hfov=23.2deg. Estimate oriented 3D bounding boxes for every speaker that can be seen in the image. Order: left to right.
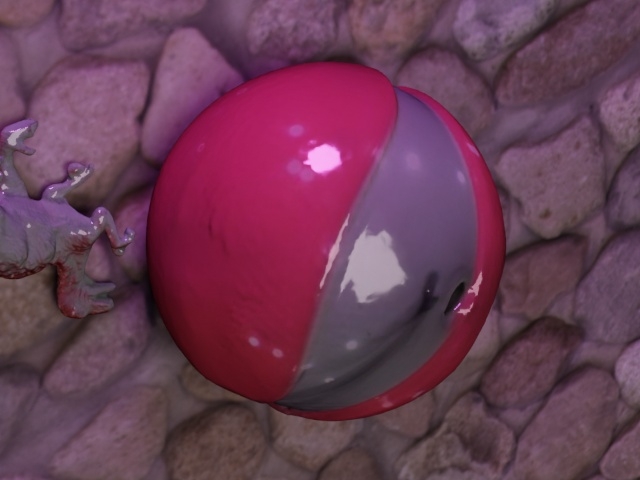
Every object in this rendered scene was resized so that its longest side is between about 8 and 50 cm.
[{"bbox_3d":[0.000,0.000,1.264,0.294,0.294,0.294,-14,116,-31],"label":"speaker"}]

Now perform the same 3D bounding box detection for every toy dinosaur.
[{"bbox_3d":[-0.245,-0.003,1.158,0.242,0.053,0.167,-11,121,-42],"label":"toy dinosaur"}]
